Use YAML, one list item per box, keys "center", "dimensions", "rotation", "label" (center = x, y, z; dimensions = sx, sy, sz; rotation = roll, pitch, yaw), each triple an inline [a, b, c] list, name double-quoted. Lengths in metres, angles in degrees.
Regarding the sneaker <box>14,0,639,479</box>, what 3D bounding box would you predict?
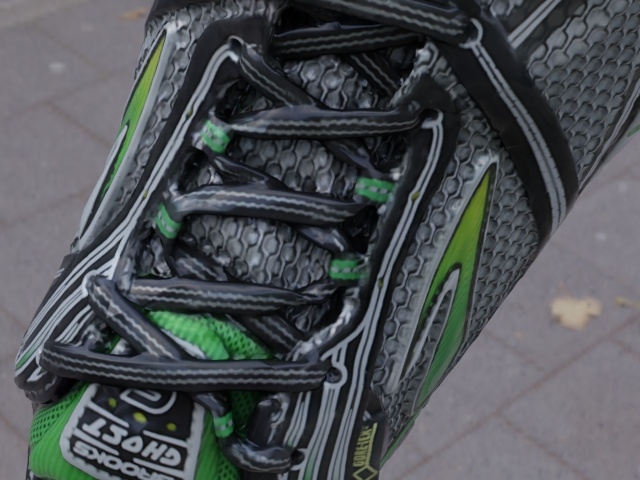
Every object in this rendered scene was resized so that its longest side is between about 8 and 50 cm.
- center: [0.000, 0.000, 0.389]
  dimensions: [0.134, 0.343, 0.146]
  rotation: [26, 42, 8]
  label: "sneaker"
